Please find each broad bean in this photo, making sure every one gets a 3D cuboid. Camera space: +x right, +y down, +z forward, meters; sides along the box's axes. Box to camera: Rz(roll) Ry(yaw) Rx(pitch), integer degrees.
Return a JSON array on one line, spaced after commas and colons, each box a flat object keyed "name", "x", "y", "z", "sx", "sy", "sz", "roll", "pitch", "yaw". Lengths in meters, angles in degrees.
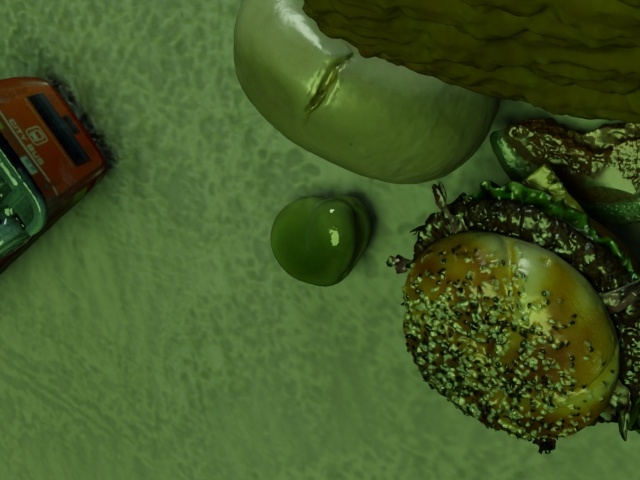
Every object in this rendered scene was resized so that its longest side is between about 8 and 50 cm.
[{"name": "broad bean", "x": 0.000, "y": 0.000, "z": 0.818, "sx": 0.083, "sy": 0.045, "sz": 0.063, "roll": -24, "pitch": 96, "yaw": 46}]

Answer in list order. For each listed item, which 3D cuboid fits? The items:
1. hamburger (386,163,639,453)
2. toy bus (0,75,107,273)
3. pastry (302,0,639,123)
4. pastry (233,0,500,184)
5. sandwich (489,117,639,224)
[{"name": "hamburger", "x": 0.122, "y": 0.053, "z": 0.714, "sx": 0.190, "sy": 0.093, "sz": 0.164, "roll": 38, "pitch": 143, "yaw": 8}, {"name": "toy bus", "x": -0.279, "y": -0.018, "z": 0.941, "sx": 0.265, "sy": 0.120, "sz": 0.121, "roll": -36, "pitch": 89, "yaw": 38}, {"name": "pastry", "x": 0.105, "y": -0.119, "z": 0.475, "sx": 0.235, "sy": 0.132, "sz": 0.240, "roll": 26, "pitch": 175, "yaw": -21}, {"name": "pastry", "x": 0.023, "y": -0.095, "z": 0.690, "sx": 0.156, "sy": 0.156, "sz": 0.092, "roll": 32, "pitch": 119, "yaw": 17}, {"name": "sandwich", "x": 0.165, "y": -0.041, "z": 0.698, "sx": 0.135, "sy": 0.029, "sz": 0.067, "roll": -1, "pitch": 112, "yaw": 34}]
